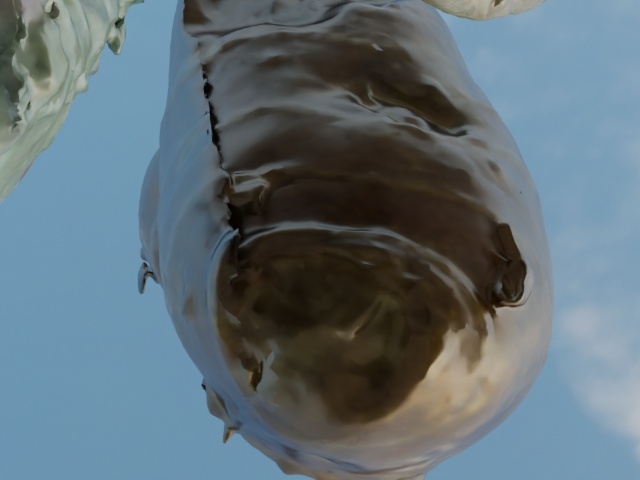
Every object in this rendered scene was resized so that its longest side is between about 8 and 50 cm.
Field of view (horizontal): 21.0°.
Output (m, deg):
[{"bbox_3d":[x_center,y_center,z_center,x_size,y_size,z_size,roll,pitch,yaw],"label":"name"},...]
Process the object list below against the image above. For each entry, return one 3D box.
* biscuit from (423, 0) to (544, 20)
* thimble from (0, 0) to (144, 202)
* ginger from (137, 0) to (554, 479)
[{"bbox_3d":[0.044,-0.121,0.368,0.020,0.152,0.152,16,-120,33],"label":"biscuit"},{"bbox_3d":[-0.161,-0.059,0.491,0.211,0.149,0.185,-6,-71,2],"label":"thimble"},{"bbox_3d":[0.000,0.000,0.836,0.176,0.254,0.418,-2,-151,-11],"label":"ginger"}]
